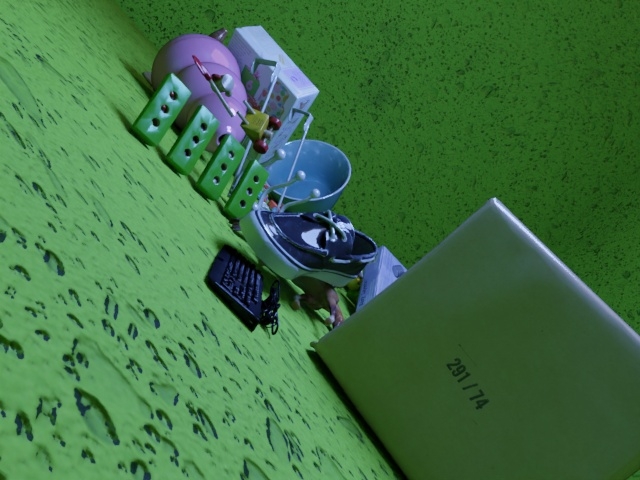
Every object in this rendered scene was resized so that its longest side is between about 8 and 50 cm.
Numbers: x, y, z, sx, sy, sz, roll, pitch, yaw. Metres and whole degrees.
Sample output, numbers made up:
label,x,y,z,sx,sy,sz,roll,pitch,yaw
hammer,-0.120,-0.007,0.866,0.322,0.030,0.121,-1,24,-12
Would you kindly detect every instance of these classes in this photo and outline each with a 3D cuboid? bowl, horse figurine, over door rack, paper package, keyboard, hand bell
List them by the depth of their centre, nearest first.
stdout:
label,x,y,z,sx,sy,sz,roll,pitch,yaw
keyboard,-0.079,0.048,0.636,0.100,0.038,0.192,48,4,-12
paper package,0.212,0.169,0.674,0.325,0.309,0.168,52,5,24
horse figurine,-0.037,0.052,0.889,0.263,0.066,0.174,52,11,6
over door rack,-0.076,-0.177,1.114,0.108,0.324,0.239,4,-13,18
hand bell,-0.341,-0.479,1.439,0.126,0.242,0.126,48,3,-3
bowl,-0.052,-0.198,1.902,0.311,0.312,0.163,51,-24,32

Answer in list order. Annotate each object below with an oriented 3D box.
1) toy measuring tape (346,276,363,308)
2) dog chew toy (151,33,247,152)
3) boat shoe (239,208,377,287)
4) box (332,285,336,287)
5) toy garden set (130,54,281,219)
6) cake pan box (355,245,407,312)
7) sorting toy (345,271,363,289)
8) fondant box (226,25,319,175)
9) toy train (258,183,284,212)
label,x,y,z,sx,sy,sz,roll,pitch,yaw
toy measuring tape,0.199,0.217,1.530,0.330,0.121,0.121,47,4,-15
dog chew toy,-0.259,-0.320,1.215,0.206,0.207,0.331,44,14,-52
boat shoe,0.000,0.000,0.803,0.301,0.102,0.108,25,32,-57
box,0.032,0.089,1.314,0.018,0.067,0.083,48,3,-17
toy garden set,-0.174,-0.179,0.887,0.049,0.203,0.244,3,-31,40
cake pan box,0.202,0.184,1.396,0.246,0.070,0.266,42,37,-22
sorting toy,0.136,0.168,1.727,0.196,0.047,0.348,54,-13,-14
fondant box,-0.180,-0.342,1.398,0.238,0.330,0.096,50,44,9
toy train,-0.149,-0.123,1.556,0.125,0.046,0.166,49,3,10
